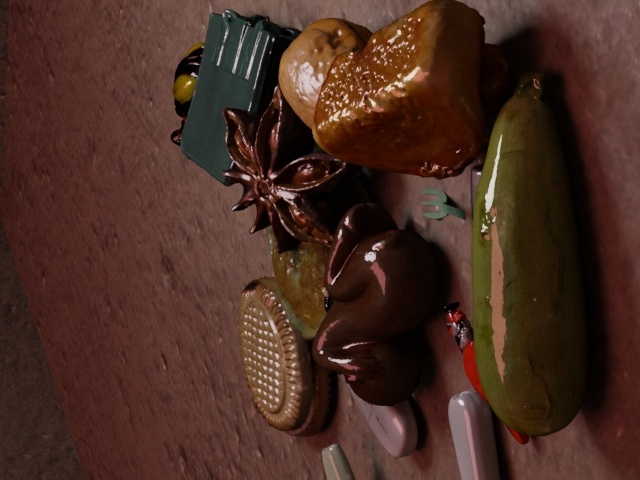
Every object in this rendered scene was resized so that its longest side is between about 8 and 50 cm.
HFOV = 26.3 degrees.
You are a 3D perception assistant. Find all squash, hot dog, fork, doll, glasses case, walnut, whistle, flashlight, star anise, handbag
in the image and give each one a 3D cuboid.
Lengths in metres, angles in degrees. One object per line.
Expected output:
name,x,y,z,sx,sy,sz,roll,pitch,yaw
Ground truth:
squash,0.207,0.017,1.392,0.118,0.118,0.370,-171,75,-66
hot dog,0.113,-0.154,1.489,0.256,0.153,0.150,-23,49,56
fork,0.149,-0.036,1.580,0.235,0.021,0.039,-146,45,-80
doll,-0.211,-0.249,2.299,0.249,0.088,0.127,128,129,-65
glasses case,0.078,0.207,1.845,0.193,0.049,0.074,-119,30,-41
walnut,0.026,-0.199,1.691,0.180,0.144,0.144,49,142,37
doll,0.187,0.141,1.549,0.169,0.057,0.109,49,158,39
whistle,0.055,0.407,1.913,0.101,0.106,0.253,-26,80,34
flashlight,0.191,0.276,1.616,0.093,0.047,0.200,153,109,-65
star anise,-0.034,-0.094,1.794,0.214,0.099,0.220,-2,96,35
handbag,-0.113,-0.211,2.011,0.326,0.089,0.238,-140,62,-67

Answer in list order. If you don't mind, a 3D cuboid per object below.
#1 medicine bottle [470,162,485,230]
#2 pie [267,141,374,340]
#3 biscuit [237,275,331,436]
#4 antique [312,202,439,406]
medicine bottle,0.194,0.017,1.492,0.057,0.057,0.199,-154,59,-63
pie,-0.003,-0.004,1.926,0.302,0.067,0.302,175,90,-65
biscuit,-0.059,0.179,2.116,0.259,0.079,0.259,171,90,-67
antique,0.080,0.096,1.722,0.143,0.121,0.257,38,126,46
